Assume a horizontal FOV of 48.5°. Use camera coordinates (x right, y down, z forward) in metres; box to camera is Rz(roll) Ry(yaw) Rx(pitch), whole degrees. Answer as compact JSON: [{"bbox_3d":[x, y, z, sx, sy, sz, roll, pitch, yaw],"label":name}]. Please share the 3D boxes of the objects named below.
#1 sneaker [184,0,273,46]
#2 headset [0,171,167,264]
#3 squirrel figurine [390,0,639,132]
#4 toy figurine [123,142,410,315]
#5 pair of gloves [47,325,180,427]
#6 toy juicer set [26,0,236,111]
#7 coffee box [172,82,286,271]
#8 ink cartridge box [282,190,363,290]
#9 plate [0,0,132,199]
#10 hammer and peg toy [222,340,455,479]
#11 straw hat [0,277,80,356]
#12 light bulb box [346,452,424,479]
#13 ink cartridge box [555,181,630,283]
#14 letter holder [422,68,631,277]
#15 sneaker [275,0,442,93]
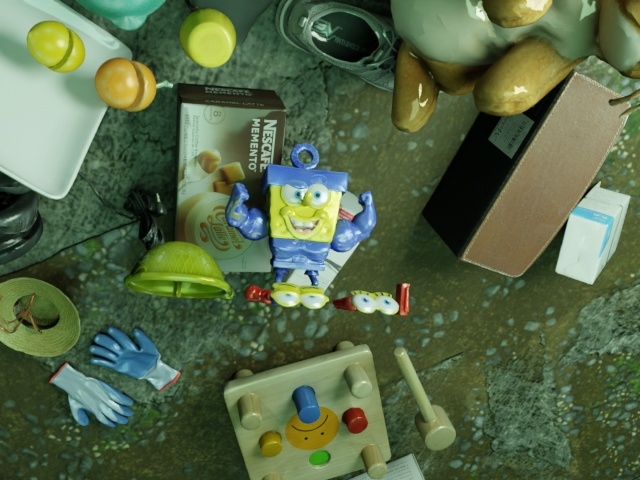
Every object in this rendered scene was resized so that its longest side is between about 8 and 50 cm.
[{"bbox_3d":[-0.161,-0.333,0.872,0.222,0.083,0.118,27,111,-23],"label":"sneaker"},{"bbox_3d":[-0.397,-0.061,0.888,0.394,0.185,0.243,7,124,-35],"label":"headset"},{"bbox_3d":[0.290,-0.296,0.797,0.371,0.397,0.280,10,129,32],"label":"squirrel figurine"},{"bbox_3d":[-0.059,-0.022,0.945,0.363,0.191,0.217,6,85,-9],"label":"toy figurine"},{"bbox_3d":[-0.339,0.228,1.159,0.198,0.023,0.159,-41,118,8],"label":"pair of gloves"},{"bbox_3d":[-0.262,-0.299,0.810,0.209,0.089,0.329,-34,117,5],"label":"toy juicer set"},{"bbox_3d":[-0.133,-0.084,0.999,0.141,0.098,0.246,2,117,-14],"label":"coffee box"},{"bbox_3d":[0.000,0.000,1.068,0.063,0.109,0.150,28,108,-23],"label":"ink cartridge box"},{"bbox_3d":[-0.378,-0.202,0.807,0.278,0.277,0.045,31,136,-25],"label":"plate"},{"bbox_3d":[0.034,0.293,1.222,0.362,0.127,0.265,-15,118,-5],"label":"hammer and peg toy"},{"bbox_3d":[-0.414,0.099,1.051,0.145,0.061,0.144,2,115,5],"label":"straw hat"},{"bbox_3d":[0.087,0.642,1.282,0.358,0.361,0.225,-22,120,-1],"label":"light bulb box"},{"bbox_3d":[0.439,-0.018,1.130,0.180,0.060,0.104,-32,134,-49],"label":"ink cartridge box"},{"bbox_3d":[0.337,-0.100,1.074,0.215,0.152,0.301,19,111,-24],"label":"letter holder"},{"bbox_3d":[0.078,-0.249,0.953,0.282,0.115,0.105,10,114,-18],"label":"sneaker"}]
